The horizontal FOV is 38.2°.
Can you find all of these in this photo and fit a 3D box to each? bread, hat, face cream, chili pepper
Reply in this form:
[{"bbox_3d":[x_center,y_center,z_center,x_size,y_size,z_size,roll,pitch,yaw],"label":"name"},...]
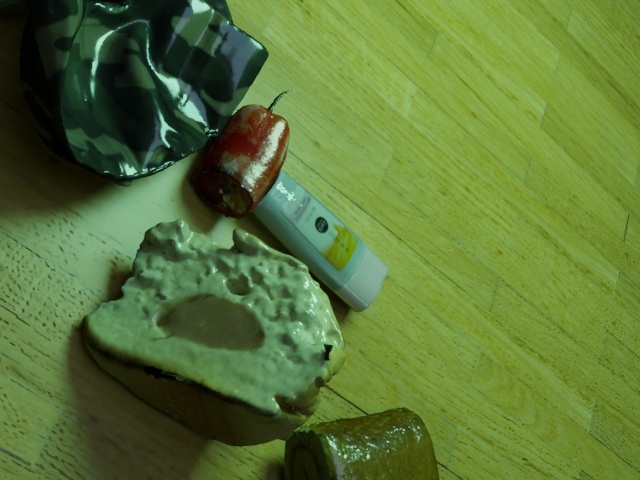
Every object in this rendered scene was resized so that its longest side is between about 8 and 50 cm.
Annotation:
[{"bbox_3d":[-0.086,0.092,0.947,0.224,0.211,0.183,42,60,-26],"label":"bread"},{"bbox_3d":[-0.251,-0.269,0.997,0.381,0.257,0.366,47,15,24],"label":"hat"},{"bbox_3d":[0.000,0.000,1.149,0.198,0.057,0.084,42,53,-20],"label":"face cream"},{"bbox_3d":[-0.079,-0.118,1.108,0.086,0.084,0.192,38,58,-16],"label":"chili pepper"},{"bbox_3d":[0.048,0.267,1.065,0.172,0.103,0.131,-1,76,-40],"label":"bread"}]

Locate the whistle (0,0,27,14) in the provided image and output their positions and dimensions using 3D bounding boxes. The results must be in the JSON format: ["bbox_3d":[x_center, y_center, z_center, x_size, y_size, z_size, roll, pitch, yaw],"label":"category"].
[{"bbox_3d":[-0.368,-0.365,0.976,0.126,0.067,0.257,-17,89,-44],"label":"whistle"}]
